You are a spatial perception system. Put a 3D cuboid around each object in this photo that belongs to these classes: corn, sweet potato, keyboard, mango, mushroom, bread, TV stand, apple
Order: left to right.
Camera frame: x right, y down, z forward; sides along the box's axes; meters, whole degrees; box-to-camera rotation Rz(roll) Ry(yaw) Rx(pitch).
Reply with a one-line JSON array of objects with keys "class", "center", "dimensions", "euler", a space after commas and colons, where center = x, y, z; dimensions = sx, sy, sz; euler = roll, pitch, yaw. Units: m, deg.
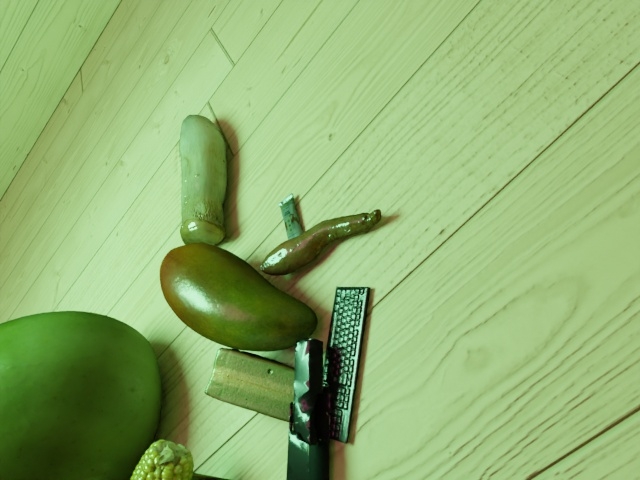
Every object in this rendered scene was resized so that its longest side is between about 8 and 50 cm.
[{"class": "apple", "center": [-0.461, 0.293, 0.775], "dimensions": [0.358, 0.357, 0.356], "euler": [-19, 60, 37]}, {"class": "corn", "center": [-0.242, 0.398, 0.596], "dimensions": [0.081, 0.081, 0.248], "euler": [12, 79, 45]}, {"class": "mushroom", "center": [-0.248, -0.136, 0.923], "dimensions": [0.122, 0.095, 0.350], "euler": [-47, 43, 42]}, {"class": "mango", "center": [-0.143, 0.089, 0.686], "dimensions": [0.289, 0.146, 0.129], "euler": [21, 92, 44]}, {"class": "bread", "center": [-0.081, 0.204, 0.624], "dimensions": [0.139, 0.084, 0.073], "euler": [6, 76, 44]}, {"class": "TV stand", "center": [-0.015, 0.251, 0.560], "dimensions": [0.036, 0.042, 0.248], "euler": [-18, 64, 45]}, {"class": "sweet potato", "center": [0.000, 0.000, 0.664], "dimensions": [0.214, 0.050, 0.050], "euler": [-28, 55, 24]}, {"class": "keyboard", "center": [0.029, 0.158, 0.594], "dimensions": [0.064, 0.010, 0.197], "euler": [-5, 69, 44]}]

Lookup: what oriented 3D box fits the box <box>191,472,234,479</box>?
[{"class": "box", "center": [-0.190, 0.462, 0.624], "dimensions": [0.160, 0.071, 0.239], "euler": [-15, 62, 36]}]

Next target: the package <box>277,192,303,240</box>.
[{"class": "package", "center": [-0.047, -0.027, 0.741], "dimensions": [0.037, 0.015, 0.110], "euler": [-31, 55, 23]}]
